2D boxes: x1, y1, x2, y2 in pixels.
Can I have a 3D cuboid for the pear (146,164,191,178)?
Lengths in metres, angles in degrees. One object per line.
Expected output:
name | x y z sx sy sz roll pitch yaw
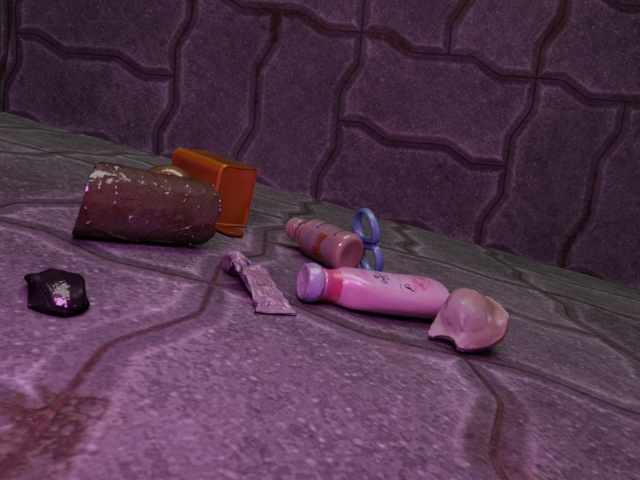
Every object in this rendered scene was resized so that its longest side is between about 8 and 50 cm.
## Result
pear | -0.415 -0.122 1.321 0.167 0.167 0.136 12 -5 -17

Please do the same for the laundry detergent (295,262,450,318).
laundry detergent | 0.111 0.106 1.057 0.335 0.087 0.159 10 7 -24

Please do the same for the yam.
yam | -0.389 -0.076 1.091 0.304 0.168 0.168 7 13 -42

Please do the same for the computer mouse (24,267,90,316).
computer mouse | -0.374 0.063 0.700 0.079 0.047 0.135 7 11 -42

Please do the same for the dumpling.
dumpling | 0.306 0.164 0.994 0.199 0.118 0.136 -26 45 -32

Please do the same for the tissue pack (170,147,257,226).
tissue pack | -0.353 -0.176 1.573 0.274 0.194 0.145 23 13 39

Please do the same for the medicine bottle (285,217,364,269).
medicine bottle | 0.000 0.000 1.379 0.114 0.114 0.252 5 14 -43

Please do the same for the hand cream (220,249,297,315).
hand cream | -0.137 0.077 0.975 0.084 0.050 0.257 11 14 -35

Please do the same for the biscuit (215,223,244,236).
biscuit | -0.261 -0.028 1.418 0.091 0.015 0.078 23 12 36

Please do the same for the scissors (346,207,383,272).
scissors | 0.076 -0.001 1.485 0.029 0.192 0.447 -12 7 -18
